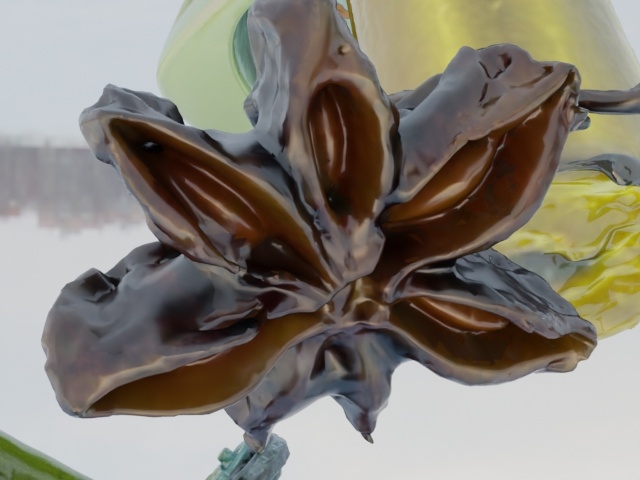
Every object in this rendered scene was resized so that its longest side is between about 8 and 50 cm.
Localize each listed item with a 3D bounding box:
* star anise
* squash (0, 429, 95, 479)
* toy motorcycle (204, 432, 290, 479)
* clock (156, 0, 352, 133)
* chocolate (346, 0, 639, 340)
[{"bbox_3d":[0.000,0.000,0.684,0.220,0.190,0.126,13,-170,-26],"label":"star anise"},{"bbox_3d":[-0.192,0.173,1.194,0.201,0.066,0.066,27,174,-20],"label":"squash"},{"bbox_3d":[-0.126,0.268,1.406,0.109,0.198,0.296,42,-153,-4],"label":"toy motorcycle"},{"bbox_3d":[0.055,-0.157,1.324,0.286,0.117,0.348,25,148,-13],"label":"clock"},{"bbox_3d":[0.093,-0.143,0.993,0.162,0.445,0.162,-5,139,-5],"label":"chocolate"}]
